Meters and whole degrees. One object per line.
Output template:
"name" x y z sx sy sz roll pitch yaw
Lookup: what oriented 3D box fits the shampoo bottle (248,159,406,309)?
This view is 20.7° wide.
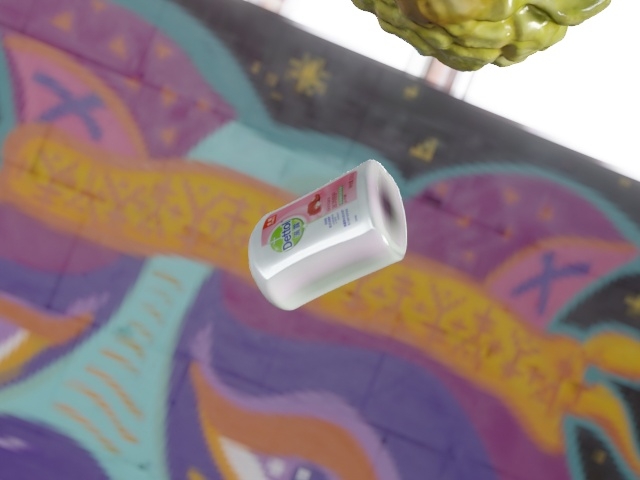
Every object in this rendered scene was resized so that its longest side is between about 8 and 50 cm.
"shampoo bottle" 0.000 0.000 1.049 0.043 0.099 0.072 48 26 -36

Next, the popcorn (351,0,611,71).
"popcorn" 0.111 -0.237 1.315 0.235 0.181 0.217 50 -14 -27
